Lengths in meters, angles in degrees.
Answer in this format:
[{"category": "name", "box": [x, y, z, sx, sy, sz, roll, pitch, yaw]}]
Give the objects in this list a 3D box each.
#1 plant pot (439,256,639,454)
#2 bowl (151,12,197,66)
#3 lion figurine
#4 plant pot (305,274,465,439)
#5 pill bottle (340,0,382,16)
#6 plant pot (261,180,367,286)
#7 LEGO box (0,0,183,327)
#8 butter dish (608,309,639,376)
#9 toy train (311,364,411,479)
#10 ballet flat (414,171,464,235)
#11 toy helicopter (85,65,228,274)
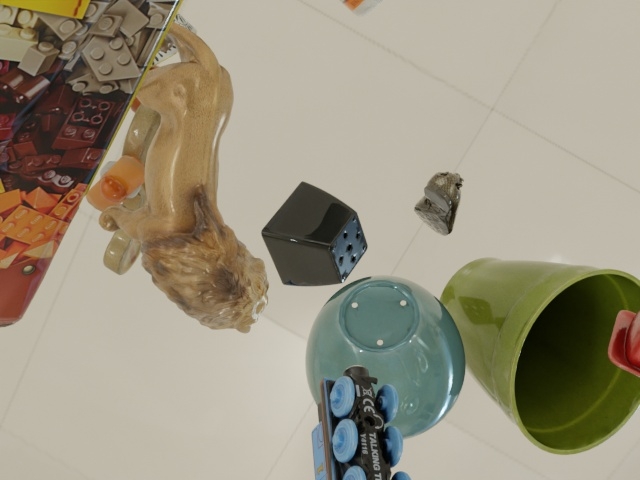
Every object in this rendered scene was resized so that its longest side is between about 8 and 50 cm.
[{"category": "plant pot", "box": [0.429, 0.188, 1.667, 0.366, 0.353, 0.367, -7, 107, -24]}, {"category": "bowl", "box": [-0.274, -0.310, 1.192, 0.170, 0.170, 0.080, -14, 121, 15]}, {"category": "lion figurine", "box": [-0.160, -0.093, 0.963, 0.240, 0.142, 0.393, 22, 122, 45]}, {"category": "plant pot", "box": [0.105, 0.173, 1.396, 0.290, 0.290, 0.195, 3, 148, 10]}, {"category": "pill bottle", "box": [0.009, -0.643, 1.560, 0.392, 0.224, 0.224, 40, 111, -14]}, {"category": "plant pot", "box": [0.000, 0.000, 1.906, 0.166, 0.188, 0.188, 15, 142, 34]}, {"category": "LEGO box", "box": [-0.277, -0.247, 0.453, 0.500, 0.193, 0.373, 55, 126, 28]}, {"category": "butter dish", "box": [0.430, 0.106, 0.931, 0.160, 0.160, 0.118, 26, 118, 16]}, {"category": "toy train", "box": [0.034, 0.221, 0.829, 0.080, 0.184, 0.105, 15, 136, -25]}, {"category": "ballet flat", "box": [0.210, -0.067, 1.410, 0.084, 0.250, 0.058, 38, 81, 12]}, {"category": "toy helicopter", "box": [-0.279, -0.083, 1.260, 0.140, 0.235, 0.355, 26, 121, 4]}]
